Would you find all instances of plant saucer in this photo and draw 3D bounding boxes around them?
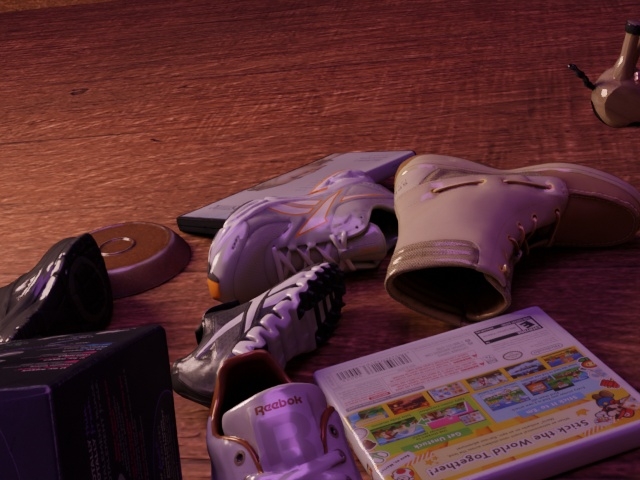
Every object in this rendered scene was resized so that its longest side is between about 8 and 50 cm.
[{"bbox_3d":[-0.236,0.018,1.263,0.168,0.029,0.168,-7,26,4],"label":"plant saucer"}]

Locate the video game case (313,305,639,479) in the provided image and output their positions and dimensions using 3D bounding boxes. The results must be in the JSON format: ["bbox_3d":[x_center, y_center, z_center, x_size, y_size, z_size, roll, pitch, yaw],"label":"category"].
[{"bbox_3d":[0.131,0.136,0.901,0.226,0.026,0.206,-14,26,-14],"label":"video game case"}]

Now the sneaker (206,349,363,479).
[{"bbox_3d":[-0.019,0.164,0.637,0.105,0.123,0.290,-14,27,-15],"label":"sneaker"}]

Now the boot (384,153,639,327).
[{"bbox_3d":[0.197,0.004,1.077,0.261,0.095,0.203,9,36,3],"label":"boot"}]

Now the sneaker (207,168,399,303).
[{"bbox_3d":[0.000,0.000,1.149,0.262,0.099,0.121,-30,37,-35],"label":"sneaker"}]

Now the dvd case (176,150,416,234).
[{"bbox_3d":[-0.030,-0.060,1.318,0.253,0.022,0.180,-25,17,-30],"label":"dvd case"}]

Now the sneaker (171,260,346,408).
[{"bbox_3d":[-0.060,0.081,1.014,0.106,0.078,0.234,8,32,27],"label":"sneaker"}]

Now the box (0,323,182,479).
[{"bbox_3d":[-0.189,0.155,0.703,0.143,0.165,0.270,-7,2,4],"label":"box"}]

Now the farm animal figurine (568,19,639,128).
[{"bbox_3d":[0.449,-0.077,1.079,0.326,0.172,0.330,-2,33,-30],"label":"farm animal figurine"}]

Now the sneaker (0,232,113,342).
[{"bbox_3d":[-0.301,0.078,1.074,0.130,0.109,0.286,-5,24,17],"label":"sneaker"}]
